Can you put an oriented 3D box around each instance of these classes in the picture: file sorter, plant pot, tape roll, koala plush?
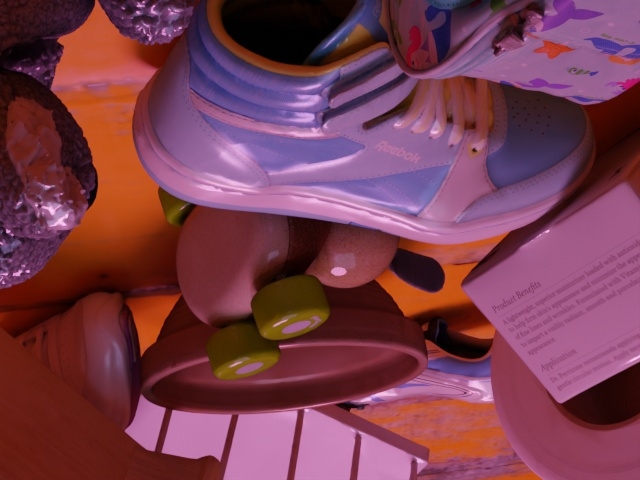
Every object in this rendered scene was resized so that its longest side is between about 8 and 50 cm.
[{"bbox_3d":[-0.068,0.259,1.392,0.278,0.173,0.193,27,130,-13],"label":"file sorter"},{"bbox_3d":[-0.034,0.067,1.205,0.237,0.109,0.237,-6,162,-2],"label":"plant pot"},{"bbox_3d":[0.293,0.112,1.252,0.246,0.246,0.169,-28,148,36],"label":"tape roll"},{"bbox_3d":[-0.187,-0.069,0.766,0.196,0.221,0.203,-27,148,36],"label":"koala plush"}]

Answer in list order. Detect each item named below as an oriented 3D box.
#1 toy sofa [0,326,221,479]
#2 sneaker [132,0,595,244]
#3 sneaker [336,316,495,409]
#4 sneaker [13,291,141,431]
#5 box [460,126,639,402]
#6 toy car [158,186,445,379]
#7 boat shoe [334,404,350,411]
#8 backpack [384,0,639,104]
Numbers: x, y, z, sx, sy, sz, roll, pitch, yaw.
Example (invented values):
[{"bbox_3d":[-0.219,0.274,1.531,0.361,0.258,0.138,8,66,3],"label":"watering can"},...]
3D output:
[{"bbox_3d":[-0.266,0.158,1.129,0.177,0.150,0.362,-27,120,31],"label":"toy sofa"},{"bbox_3d":[0.057,-0.095,0.894,0.319,0.127,0.208,0,155,-18],"label":"sneaker"},{"bbox_3d":[0.084,0.117,1.416,0.237,0.086,0.085,-5,-169,19],"label":"sneaker"},{"bbox_3d":[-0.254,0.135,1.293,0.152,0.114,0.305,4,152,-26],"label":"sneaker"},{"bbox_3d":[0.231,-0.002,1.047,0.182,0.119,0.181,-41,-178,-42],"label":"box"},{"bbox_3d":[0.000,0.000,1.066,0.188,0.155,0.149,-6,157,-33],"label":"toy car"},{"bbox_3d":[-0.067,0.257,1.588,0.123,0.123,0.342,10,149,-32],"label":"boat shoe"},{"bbox_3d":[0.102,-0.180,0.620,0.191,0.225,0.253,4,162,-16],"label":"backpack"}]
